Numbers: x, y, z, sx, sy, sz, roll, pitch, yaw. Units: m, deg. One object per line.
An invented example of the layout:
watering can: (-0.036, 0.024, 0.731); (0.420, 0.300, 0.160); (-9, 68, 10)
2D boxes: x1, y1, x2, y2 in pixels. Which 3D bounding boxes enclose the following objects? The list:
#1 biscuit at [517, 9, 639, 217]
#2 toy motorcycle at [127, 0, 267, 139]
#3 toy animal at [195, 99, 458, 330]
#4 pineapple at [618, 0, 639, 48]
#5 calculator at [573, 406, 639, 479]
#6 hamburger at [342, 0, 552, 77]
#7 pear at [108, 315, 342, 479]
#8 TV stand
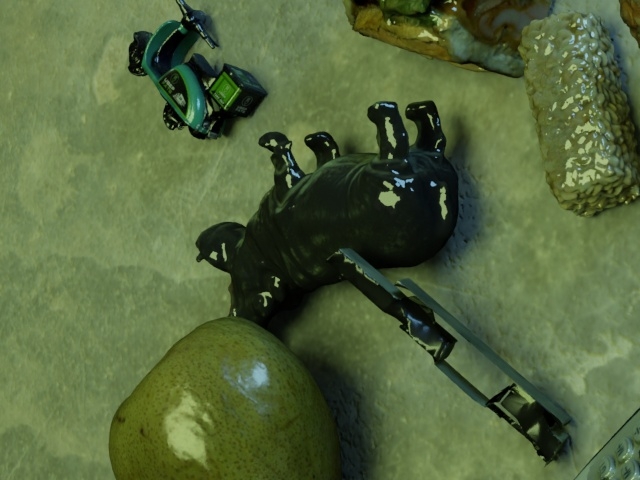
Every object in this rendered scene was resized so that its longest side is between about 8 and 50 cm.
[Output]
biscuit: (0.209, -0.104, 1.439); (0.082, 0.070, 0.168); (-21, 68, 30)
toy motorcycle: (-0.134, -0.171, 1.776); (0.100, 0.058, 0.173); (-50, 55, 17)
toy animal: (-0.009, -0.013, 1.605); (0.343, 0.106, 0.168); (-33, 72, 42)
pineapple: (0.332, -0.136, 1.296); (0.248, 0.128, 0.128); (50, 117, 31)
calculator: (0.243, 0.190, 1.324); (0.268, 0.040, 0.177); (-55, 14, 22)
hamburger: (0.085, -0.230, 1.525); (0.208, 0.155, 0.135); (23, 95, 50)
pear: (-0.079, 0.193, 1.573); (0.211, 0.188, 0.228); (50, 137, 9)
TV stand: (0.107, 0.089, 1.464); (0.249, 0.036, 0.042); (41, 107, 13)
